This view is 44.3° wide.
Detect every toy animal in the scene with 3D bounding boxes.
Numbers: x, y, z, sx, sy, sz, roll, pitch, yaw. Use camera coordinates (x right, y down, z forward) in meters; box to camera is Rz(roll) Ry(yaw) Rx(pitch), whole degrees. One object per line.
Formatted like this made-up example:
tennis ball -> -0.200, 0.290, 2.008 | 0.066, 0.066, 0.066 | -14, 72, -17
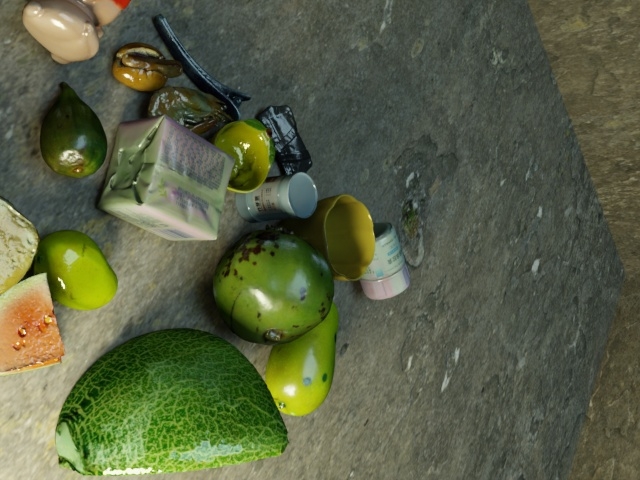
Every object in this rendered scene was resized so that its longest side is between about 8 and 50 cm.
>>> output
toy animal -> -0.414, -0.414, 1.334 | 0.171, 0.171, 0.197 | 40, 65, -42

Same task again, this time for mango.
mango -> -0.416, 0.056, 1.336 | 0.117, 0.089, 0.163 | -55, 128, -38
mango -> -0.031, 0.250, 1.759 | 0.175, 0.143, 0.293 | 62, 39, -50

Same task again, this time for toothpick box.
toothpick box -> -0.096, -0.092, 1.698 | 0.101, 0.153, 0.101 | 7, 81, -51

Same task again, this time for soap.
soap -> -0.286, -0.112, 1.473 | 0.199, 0.139, 0.182 | 29, 66, -47

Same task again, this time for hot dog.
hot dog -> -0.329, -0.329, 1.501 | 0.140, 0.060, 0.089 | 16, 79, -53

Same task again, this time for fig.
fig -> -0.423, -0.199, 1.347 | 0.117, 0.117, 0.177 | 15, 65, -50

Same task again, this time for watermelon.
watermelon -> -0.471, 0.155, 1.256 | 0.137, 0.145, 0.193 | 35, 70, -10

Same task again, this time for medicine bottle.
medicine bottle -> 0.148, 0.052, 2.010 | 0.135, 0.135, 0.168 | -40, 119, -45

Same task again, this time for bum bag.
bum bag -> -0.080, -0.225, 1.817 | 0.087, 0.049, 0.197 | -34, 116, -21

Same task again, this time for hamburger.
hamburger -> -0.525, 0.004, 1.182 | 0.185, 0.131, 0.159 | 48, 60, -30

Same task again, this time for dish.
dish -> -0.184, -0.174, 1.655 | 0.207, 0.080, 0.148 | -46, 118, -41

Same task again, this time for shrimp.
shrimp -> -0.263, -0.248, 1.577 | 0.217, 0.051, 0.115 | -5, 113, -52

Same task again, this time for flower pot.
flower pot -> 0.000, 0.000, 1.789 | 0.195, 0.179, 0.195 | 9, 78, -51

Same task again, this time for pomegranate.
pomegranate -> -0.098, 0.083, 1.628 | 0.254, 0.254, 0.270 | 30, 53, -46

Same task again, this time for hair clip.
hair clip -> -0.247, -0.352, 1.618 | 0.275, 0.048, 0.083 | 45, 59, -38

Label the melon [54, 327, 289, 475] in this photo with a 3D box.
melon -> -0.281, 0.316, 1.406 | 0.344, 0.226, 0.331 | -6, 53, -52
